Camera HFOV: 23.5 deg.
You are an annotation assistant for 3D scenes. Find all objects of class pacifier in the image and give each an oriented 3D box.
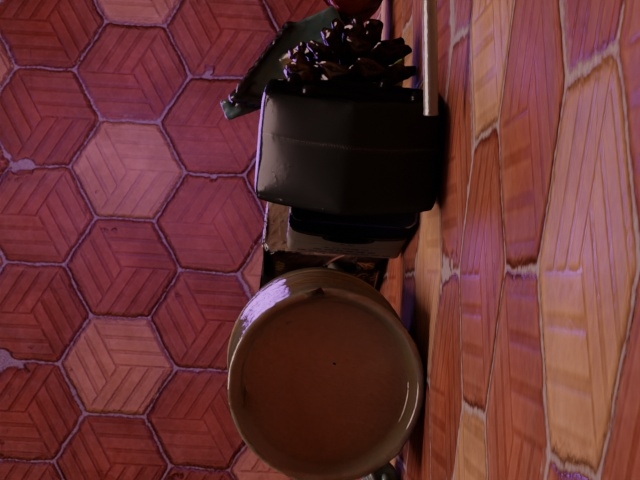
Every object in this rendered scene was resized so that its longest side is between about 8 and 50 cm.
[{"bbox_3d":[0.050,0.343,2.071,0.150,0.117,0.126,131,117,-81],"label":"pacifier"}]

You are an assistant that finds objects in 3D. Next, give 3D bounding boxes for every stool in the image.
[{"bbox_3d":[0.033,-0.112,1.765,0.232,0.232,0.141,-96,10,-76],"label":"stool"}]

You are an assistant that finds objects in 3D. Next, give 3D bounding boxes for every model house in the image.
[{"bbox_3d":[-0.047,-0.252,2.628,0.230,0.249,0.280,64,-179,-5],"label":"model house"}]

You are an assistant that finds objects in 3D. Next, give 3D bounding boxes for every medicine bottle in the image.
[{"bbox_3d":[-0.002,0.154,1.976,0.406,0.236,0.235,-112,25,-85],"label":"medicine bottle"}]

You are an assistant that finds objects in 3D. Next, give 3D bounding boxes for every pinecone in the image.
[{"bbox_3d":[0.040,-0.214,2.106,0.208,0.208,0.207,-177,90,-88],"label":"pinecone"}]

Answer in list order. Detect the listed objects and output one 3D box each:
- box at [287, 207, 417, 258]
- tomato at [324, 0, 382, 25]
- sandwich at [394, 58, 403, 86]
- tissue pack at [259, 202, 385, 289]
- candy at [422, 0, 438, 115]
[{"bbox_3d":[0.039,-0.031,2.084,0.259,0.168,0.071,98,177,-82],"label":"box"},{"bbox_3d":[0.046,-0.484,2.669,0.200,0.140,0.233,58,-178,3],"label":"tomato"},{"bbox_3d":[0.119,-0.224,2.364,0.116,0.074,0.074,59,-169,-22],"label":"sandwich"},{"bbox_3d":[0.000,0.000,2.601,0.370,0.210,0.198,96,173,-70],"label":"tissue pack"},{"bbox_3d":[0.106,-0.308,1.542,0.124,0.124,0.365,-109,18,-85],"label":"candy"}]
